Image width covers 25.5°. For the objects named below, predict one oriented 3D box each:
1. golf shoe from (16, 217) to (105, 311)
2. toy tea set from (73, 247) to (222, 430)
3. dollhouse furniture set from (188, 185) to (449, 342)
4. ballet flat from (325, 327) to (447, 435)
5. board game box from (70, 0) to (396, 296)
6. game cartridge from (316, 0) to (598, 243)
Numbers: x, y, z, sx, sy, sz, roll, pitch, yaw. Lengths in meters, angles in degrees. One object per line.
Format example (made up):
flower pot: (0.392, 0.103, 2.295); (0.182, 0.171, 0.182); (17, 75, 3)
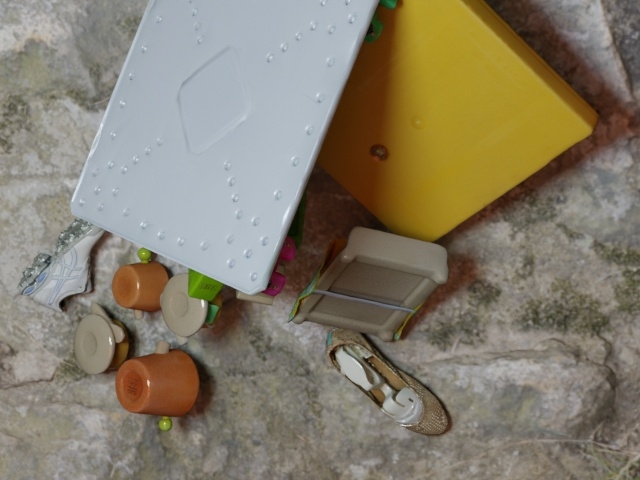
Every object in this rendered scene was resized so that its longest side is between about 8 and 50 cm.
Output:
golf shoe: (-0.346, 0.031, 1.999); (0.086, 0.069, 0.176); (40, 117, -19)
toy tea set: (-0.200, 0.095, 1.959); (0.200, 0.124, 0.336); (50, 119, 31)
dollhouse furniture set: (0.000, 0.000, 1.831); (0.301, 0.151, 0.197); (13, 146, -18)
ballet flat: (0.083, 0.200, 1.907); (0.206, 0.067, 0.073); (39, 113, 3)
board game box: (-0.114, -0.162, 1.707); (0.390, 0.050, 0.390); (21, 89, 44)
game cartridge: (0.127, -0.157, 1.720); (0.285, 0.052, 0.324); (43, 131, -13)
